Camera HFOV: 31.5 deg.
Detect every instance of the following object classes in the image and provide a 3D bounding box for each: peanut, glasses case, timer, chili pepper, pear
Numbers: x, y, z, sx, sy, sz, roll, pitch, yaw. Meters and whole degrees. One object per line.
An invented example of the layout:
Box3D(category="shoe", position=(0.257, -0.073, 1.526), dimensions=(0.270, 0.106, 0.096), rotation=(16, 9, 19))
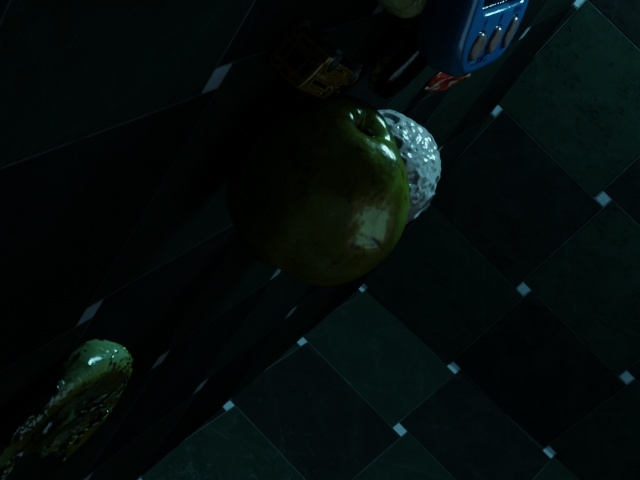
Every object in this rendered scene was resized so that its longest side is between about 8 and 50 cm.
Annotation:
Box3D(category="peanut", position=(0.119, -0.389, 1.751), dimensions=(0.082, 0.082, 0.187), rotation=(-50, 170, 9))
Box3D(category="glasses case", position=(0.203, -0.398, 2.111), dimensions=(0.321, 0.082, 0.122), rotation=(-50, 170, 2))
Box3D(category="timer", position=(0.278, -0.442, 1.917), dimensions=(0.340, 0.115, 0.309), rotation=(-33, 144, -58))
Box3D(category="chili pepper", position=(0.315, -0.399, 2.751), dimensions=(0.191, 0.050, 0.059), rotation=(-29, 164, -31))
Box3D(category="pear", position=(0.000, -0.091, 1.818), dimensions=(0.304, 0.304, 0.304), rotation=(-47, 171, -10))

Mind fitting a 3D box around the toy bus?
Box3D(category="toy bus", position=(-0.007, -0.262, 1.686), dimensions=(0.088, 0.083, 0.194), rotation=(-47, 169, 10))

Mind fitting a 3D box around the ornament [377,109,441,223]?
Box3D(category="ornament", position=(0.134, -0.143, 2.401), dimensions=(0.259, 0.225, 0.259), rotation=(-47, 170, -11))

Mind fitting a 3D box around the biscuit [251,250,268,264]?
Box3D(category="biscuit", position=(0.000, -0.003, 2.431), dimensions=(0.355, 0.275, 0.052), rotation=(-14, 105, -50))

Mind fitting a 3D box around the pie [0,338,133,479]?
Box3D(category="pie", position=(-0.443, 0.291, 1.953), dimensions=(0.296, 0.078, 0.371), rotation=(-51, 170, 9))
